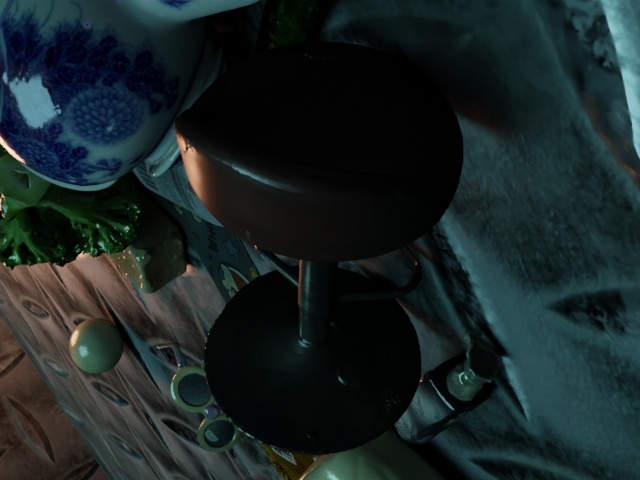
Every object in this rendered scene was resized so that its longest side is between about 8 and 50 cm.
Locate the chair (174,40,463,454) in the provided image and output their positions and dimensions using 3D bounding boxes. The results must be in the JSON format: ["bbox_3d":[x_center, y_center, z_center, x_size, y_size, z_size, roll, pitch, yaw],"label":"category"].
[{"bbox_3d":[0.000,0.000,0.810,0.226,0.226,0.401,41,152,24],"label":"chair"}]

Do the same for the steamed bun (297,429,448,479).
[{"bbox_3d":[0.084,0.354,1.170,0.225,0.200,0.170,41,-169,21],"label":"steamed bun"}]

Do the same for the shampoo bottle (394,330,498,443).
[{"bbox_3d":[0.130,0.156,0.978,0.063,0.057,0.208,54,154,14],"label":"shampoo bottle"}]

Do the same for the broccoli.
[{"bbox_3d":[-0.367,-0.093,1.274,0.269,0.254,0.269,163,90,-87],"label":"broccoli"}]

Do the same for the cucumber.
[{"bbox_3d":[-0.023,-0.198,0.800,0.056,0.056,0.284,48,149,11],"label":"cucumber"}]

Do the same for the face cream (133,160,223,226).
[{"bbox_3d":[-0.138,-0.085,1.110,0.291,0.071,0.144,25,141,46],"label":"face cream"}]

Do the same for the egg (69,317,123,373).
[{"bbox_3d":[-0.479,0.227,2.022,0.114,0.114,0.152,45,154,16],"label":"egg"}]

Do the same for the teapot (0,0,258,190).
[{"bbox_3d":[-0.196,-0.165,0.946,0.280,0.252,0.424,26,141,-24],"label":"teapot"}]

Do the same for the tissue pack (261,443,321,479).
[{"bbox_3d":[-0.029,0.262,1.339,0.183,0.092,0.226,15,137,52],"label":"tissue pack"}]

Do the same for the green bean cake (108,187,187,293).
[{"bbox_3d":[-0.287,-0.013,1.436,0.179,0.085,0.109,41,153,27],"label":"green bean cake"}]

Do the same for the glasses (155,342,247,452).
[{"bbox_3d":[-0.247,0.287,1.738,0.220,0.088,0.190,14,134,53],"label":"glasses"}]

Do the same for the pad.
[{"bbox_3d":[-0.132,0.033,1.326,0.170,0.006,0.246,5,127,58],"label":"pad"}]
